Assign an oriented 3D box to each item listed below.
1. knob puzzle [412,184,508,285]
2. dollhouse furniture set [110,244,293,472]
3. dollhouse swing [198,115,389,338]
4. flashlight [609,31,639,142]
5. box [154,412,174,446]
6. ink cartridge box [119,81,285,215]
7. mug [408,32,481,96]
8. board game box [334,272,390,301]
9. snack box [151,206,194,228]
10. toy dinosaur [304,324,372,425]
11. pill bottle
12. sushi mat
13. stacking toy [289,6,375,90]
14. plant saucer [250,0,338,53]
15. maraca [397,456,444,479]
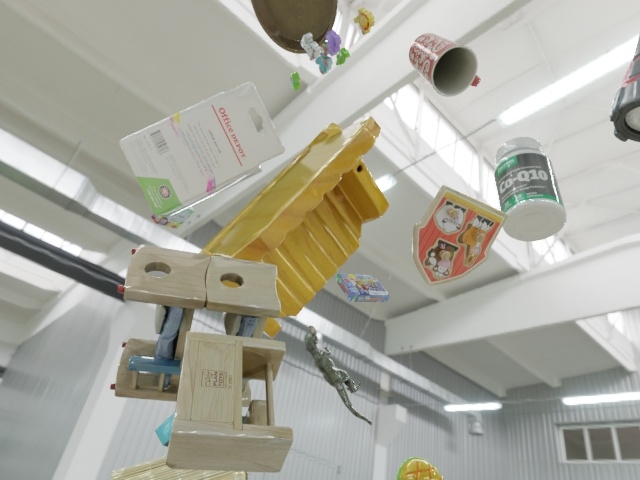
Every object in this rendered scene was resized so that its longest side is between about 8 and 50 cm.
[{"bbox_3d":[0.265,0.009,0.906,0.213,0.030,0.213,-6,-66,-15],"label":"knob puzzle"},{"bbox_3d":[-0.107,0.113,0.372,0.128,0.184,0.129,10,-59,-16],"label":"dollhouse furniture set"},{"bbox_3d":[0.000,0.000,0.793,0.315,0.347,0.305,52,-18,-29],"label":"dollhouse swing"},{"bbox_3d":[0.520,-0.285,0.685,0.103,0.304,0.103,20,-22,24],"label":"flashlight"},{"bbox_3d":[-0.366,0.517,1.383,0.060,0.244,0.101,39,-18,35],"label":"box"},{"bbox_3d":[-0.285,-0.225,1.156,0.353,0.207,0.119,-26,2,-3],"label":"ink cartridge box"},{"bbox_3d":[0.294,-0.417,1.106,0.113,0.169,0.150,-37,-53,12],"label":"mug"},{"bbox_3d":[0.173,0.195,1.884,0.201,0.136,0.035,7,-58,-37],"label":"board game box"},{"bbox_3d":[-0.523,-0.095,1.636,0.037,0.100,0.141,46,5,13],"label":"snack box"},{"bbox_3d":[0.041,0.331,1.108,0.064,0.268,0.118,-39,-23,1],"label":"toy dinosaur"},{"bbox_3d":[0.733,-0.191,1.637,0.204,0.361,0.204,5,-40,4],"label":"pill bottle"},{"bbox_3d":[-0.325,0.558,1.054,0.316,0.151,0.019,-13,-49,-9],"label":"sushi mat"},{"bbox_3d":[0.021,-0.440,1.086,0.052,0.166,0.221,58,-17,1],"label":"stacking toy"},{"bbox_3d":[-0.065,-0.606,1.125,0.277,0.041,0.278,26,-43,26],"label":"plant saucer"},{"bbox_3d":[0.282,0.663,1.205,0.186,0.127,0.099,47,-27,18],"label":"maraca"}]
